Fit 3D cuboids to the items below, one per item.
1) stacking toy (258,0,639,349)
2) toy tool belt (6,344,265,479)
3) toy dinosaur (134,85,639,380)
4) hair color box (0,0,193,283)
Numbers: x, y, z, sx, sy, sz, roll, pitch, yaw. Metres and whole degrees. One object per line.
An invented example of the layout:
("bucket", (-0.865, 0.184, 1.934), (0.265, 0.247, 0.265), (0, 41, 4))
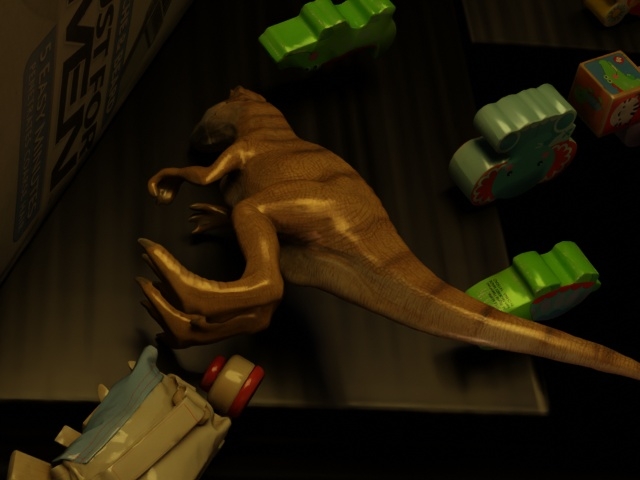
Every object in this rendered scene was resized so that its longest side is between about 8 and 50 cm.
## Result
("stacking toy", (0.108, -0.048, 0.600), (0.221, 0.052, 0.167), (-18, 54, -24))
("toy tool belt", (-0.057, 0.057, 0.463), (0.051, 0.052, 0.083), (32, 49, 3))
("toy dinosaur", (0.000, 0.000, 0.493), (0.112, 0.064, 0.211), (-32, 48, -19))
("hair color box", (-0.102, -0.139, 0.535), (0.110, 0.185, 0.339), (20, 48, 4))
